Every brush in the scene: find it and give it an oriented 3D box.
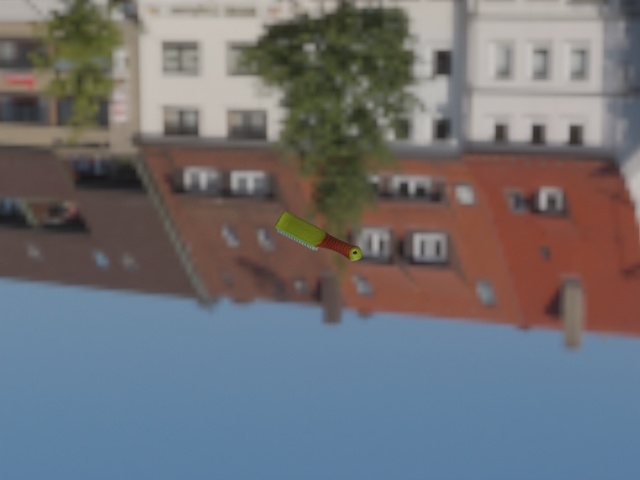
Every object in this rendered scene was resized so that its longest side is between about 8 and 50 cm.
[{"bbox_3d":[0.000,0.000,1.509,0.083,0.019,0.021,24,156,17],"label":"brush"}]
